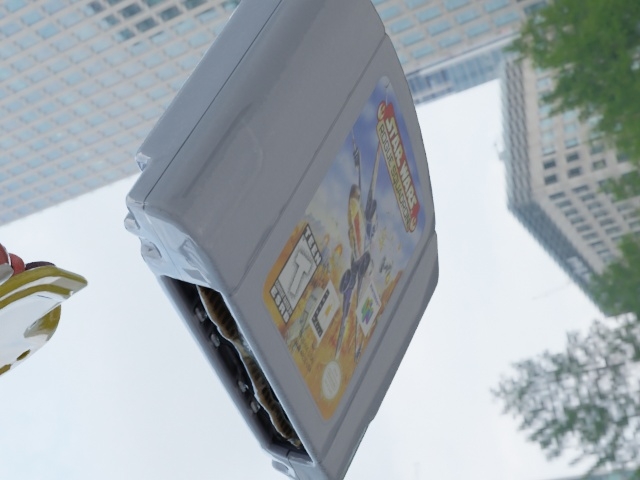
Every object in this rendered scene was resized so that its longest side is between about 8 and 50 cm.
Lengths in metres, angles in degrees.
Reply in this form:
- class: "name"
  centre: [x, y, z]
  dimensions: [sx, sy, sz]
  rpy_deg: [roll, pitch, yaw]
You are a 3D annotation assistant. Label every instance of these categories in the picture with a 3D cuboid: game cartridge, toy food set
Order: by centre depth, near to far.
- class: "game cartridge"
  centre: [0.000, 0.000, 0.606]
  dimensions: [0.198, 0.062, 0.297]
  rpy_deg: [-57, -32, -26]
- class: "toy food set"
  centre: [-0.232, 0.039, 0.676]
  dimensions: [0.071, 0.128, 0.218]
  rpy_deg: [49, 177, 8]
